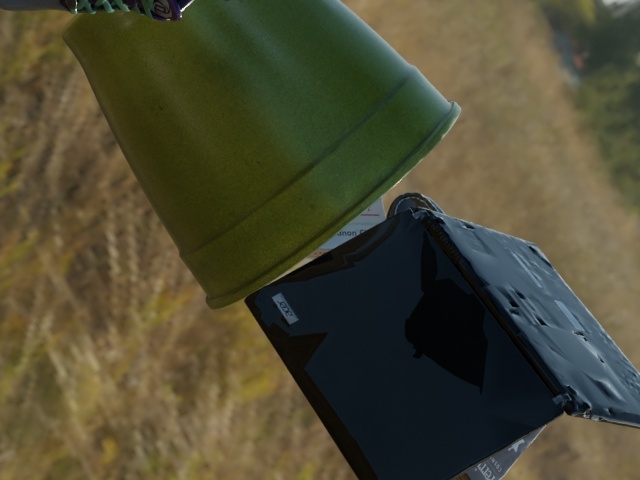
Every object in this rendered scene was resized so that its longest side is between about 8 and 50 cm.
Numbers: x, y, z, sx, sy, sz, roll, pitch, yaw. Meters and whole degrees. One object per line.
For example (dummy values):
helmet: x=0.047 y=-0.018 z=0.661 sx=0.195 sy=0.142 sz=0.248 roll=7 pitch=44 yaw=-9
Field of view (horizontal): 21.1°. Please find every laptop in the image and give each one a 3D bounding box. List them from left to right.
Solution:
laptop: x=0.117 y=0.099 z=1.372 sx=0.264 sy=0.136 sz=0.234 roll=15 pitch=32 yaw=-47

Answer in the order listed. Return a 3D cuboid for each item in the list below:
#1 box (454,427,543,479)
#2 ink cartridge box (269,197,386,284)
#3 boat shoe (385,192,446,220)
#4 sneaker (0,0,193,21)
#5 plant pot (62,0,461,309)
box: x=0.162 y=0.149 z=1.960 sx=0.167 sy=0.203 sz=0.168 roll=25 pitch=-23 yaw=46
ink cartridge box: x=0.000 y=0.000 z=1.935 sx=0.198 sy=0.115 sz=0.067 roll=-42 pitch=-125 yaw=56
boat shoe: x=0.108 y=0.052 z=1.574 sx=0.069 sy=0.081 sz=0.228 roll=63 pitch=11 yaw=-69
sneaker: x=-0.170 y=-0.223 z=1.461 sx=0.083 sy=0.223 sz=0.098 roll=89 pitch=-18 yaw=-57
plant pot: x=-0.094 y=-0.173 z=1.938 sx=0.353 sy=0.366 sz=0.366 roll=51 pitch=11 yaw=-8
